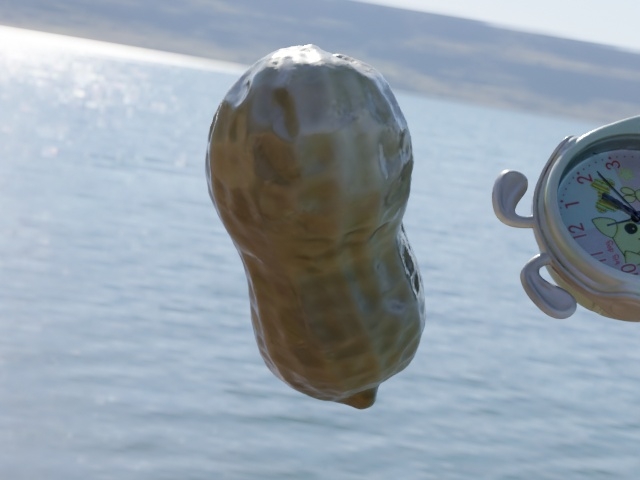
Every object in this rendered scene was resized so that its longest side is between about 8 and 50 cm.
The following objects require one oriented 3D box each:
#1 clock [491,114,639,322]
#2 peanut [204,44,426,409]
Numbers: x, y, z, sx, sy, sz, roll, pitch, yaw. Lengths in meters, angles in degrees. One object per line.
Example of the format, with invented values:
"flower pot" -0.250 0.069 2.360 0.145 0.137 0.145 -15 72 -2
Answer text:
"clock" 0.219 -0.011 1.026 0.191 0.151 0.062 -11 -30 -10
"peanut" 0.000 0.000 0.908 0.120 0.298 0.136 -15 46 -6
